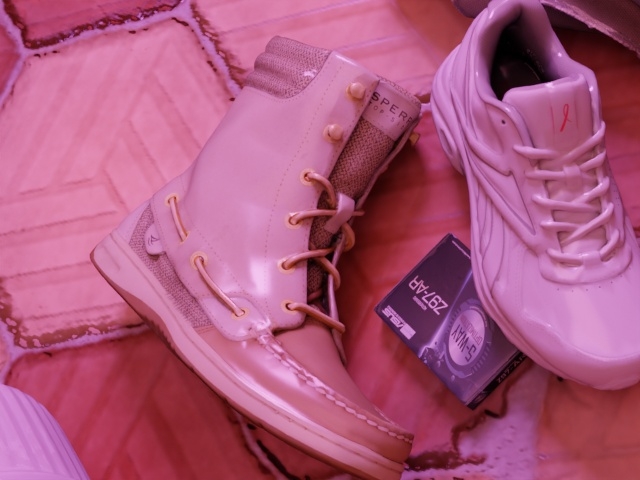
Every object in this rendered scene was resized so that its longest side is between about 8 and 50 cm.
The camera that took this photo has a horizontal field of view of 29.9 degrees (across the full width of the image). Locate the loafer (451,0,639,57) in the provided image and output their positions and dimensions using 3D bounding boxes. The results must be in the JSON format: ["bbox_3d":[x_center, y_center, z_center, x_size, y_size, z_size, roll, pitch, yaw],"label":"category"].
[{"bbox_3d":[0.130,-0.171,0.725,0.251,0.094,0.087,38,133,21],"label":"loafer"}]

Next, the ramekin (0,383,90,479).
[{"bbox_3d":[-0.225,0.170,0.685,0.207,0.207,0.109,-37,55,7],"label":"ramekin"}]

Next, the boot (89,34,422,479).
[{"bbox_3d":[0.000,0.000,0.697,0.203,0.095,0.262,-52,48,-2],"label":"boot"}]

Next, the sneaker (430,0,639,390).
[{"bbox_3d":[0.121,-0.033,0.647,0.090,0.115,0.232,-17,67,-10],"label":"sneaker"}]

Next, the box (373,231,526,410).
[{"bbox_3d":[0.082,0.046,0.700,0.067,0.018,0.083,-45,63,3],"label":"box"}]
